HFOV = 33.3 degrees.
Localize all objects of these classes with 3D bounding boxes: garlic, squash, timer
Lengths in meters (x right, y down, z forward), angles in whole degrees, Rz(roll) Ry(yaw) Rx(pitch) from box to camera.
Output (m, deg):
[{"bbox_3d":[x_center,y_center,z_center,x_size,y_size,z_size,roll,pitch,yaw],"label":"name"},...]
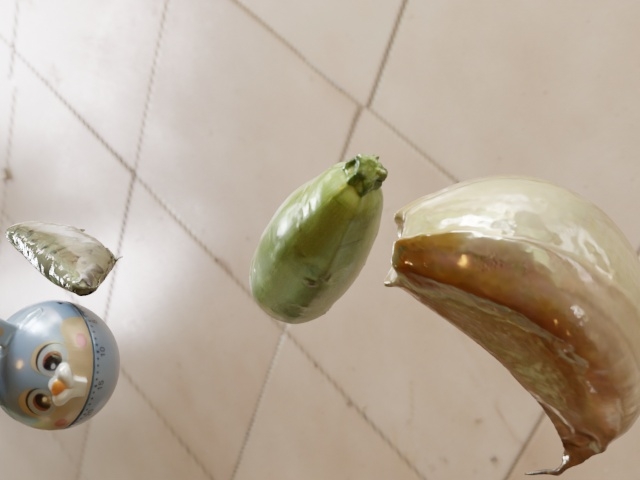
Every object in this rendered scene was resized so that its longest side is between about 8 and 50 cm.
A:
[{"bbox_3d":[0.143,0.044,0.629,0.206,0.128,0.115,52,165,-15],"label":"garlic"},{"bbox_3d":[-0.004,0.006,1.131,0.118,0.118,0.370,63,161,10],"label":"squash"},{"bbox_3d":[-0.340,0.151,1.250,0.175,0.255,0.175,0,90,20],"label":"timer"}]

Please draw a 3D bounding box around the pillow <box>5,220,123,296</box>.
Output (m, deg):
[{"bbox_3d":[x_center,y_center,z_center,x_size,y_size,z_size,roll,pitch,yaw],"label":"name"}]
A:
[{"bbox_3d":[-0.318,0.015,1.349,0.241,0.093,0.051,26,131,51],"label":"pillow"}]
